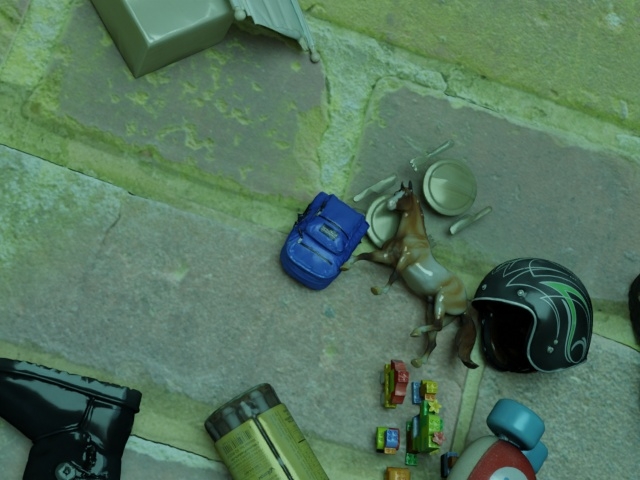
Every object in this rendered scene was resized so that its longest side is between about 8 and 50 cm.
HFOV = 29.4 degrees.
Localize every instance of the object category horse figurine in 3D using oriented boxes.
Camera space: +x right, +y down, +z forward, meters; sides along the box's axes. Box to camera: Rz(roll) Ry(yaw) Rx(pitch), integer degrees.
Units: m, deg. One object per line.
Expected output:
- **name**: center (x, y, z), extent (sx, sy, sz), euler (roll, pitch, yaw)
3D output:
- **horse figurine**: center (0.144, 0.065, 1.733), extent (0.263, 0.066, 0.174), euler (51, 49, -4)

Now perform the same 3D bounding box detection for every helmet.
- **helmet**: center (0.302, 0.103, 1.731), extent (0.169, 0.169, 0.161), euler (-10, 90, -19)

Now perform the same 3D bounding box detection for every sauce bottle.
- **sauce bottle**: center (-0.025, 0.355, 1.571), extent (0.111, 0.111, 0.344), euler (-26, 79, -23)

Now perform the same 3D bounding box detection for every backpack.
- **backpack**: center (0.000, 0.000, 1.717), extent (0.098, 0.101, 0.120), euler (33, 68, 5)

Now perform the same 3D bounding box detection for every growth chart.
- **growth chart**: center (-0.086, -0.366, 1.794), extent (0.237, 0.021, 0.172), euler (14, 52, -58)

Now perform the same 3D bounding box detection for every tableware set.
- **tableware set**: center (0.145, -0.052, 1.813), extent (0.194, 0.039, 0.128), euler (-31, 93, -18)

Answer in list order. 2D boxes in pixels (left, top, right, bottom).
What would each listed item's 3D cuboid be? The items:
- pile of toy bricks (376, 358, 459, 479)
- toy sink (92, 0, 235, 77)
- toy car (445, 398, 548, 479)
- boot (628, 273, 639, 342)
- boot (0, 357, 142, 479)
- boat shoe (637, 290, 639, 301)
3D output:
- **pile of toy bricks**: center (0.141, 0.267, 1.653), extent (0.118, 0.105, 0.212), euler (6, 69, -14)
- **toy sink**: center (-0.251, -0.381, 1.771), extent (0.153, 0.131, 0.234), euler (-28, 85, -23)
- **toy car**: center (0.281, 0.367, 1.565), extent (0.238, 0.210, 0.219), euler (27, 71, 24)
- **boot**: center (0.595, 0.197, 1.803), extent (0.223, 0.118, 0.338), euler (6, 68, -15)
- **boot**: center (-0.358, 0.264, 1.517), extent (0.247, 0.094, 0.207), euler (14, 69, -7)
- **boat shoe**: center (0.546, 0.093, 1.757), extent (0.190, 0.068, 0.072), euler (-1, 69, -22)
